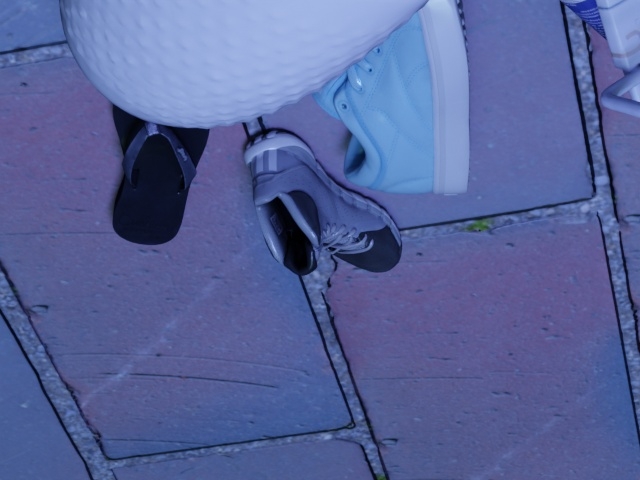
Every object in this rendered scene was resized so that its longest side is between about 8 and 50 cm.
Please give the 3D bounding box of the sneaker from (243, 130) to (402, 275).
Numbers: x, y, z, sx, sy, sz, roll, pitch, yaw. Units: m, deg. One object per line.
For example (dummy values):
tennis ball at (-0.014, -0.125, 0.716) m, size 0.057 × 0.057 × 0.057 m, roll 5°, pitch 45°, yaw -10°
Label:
sneaker at (0.000, 0.000, 1.884) m, size 0.086 × 0.132 × 0.229 m, roll -30°, pitch 129°, yaw 29°

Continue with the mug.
mug at (-0.101, -0.278, 1.514) m, size 0.374 × 0.276 × 0.328 m, roll 48°, pitch 139°, yaw -4°

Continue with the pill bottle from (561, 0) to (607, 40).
pill bottle at (0.278, -0.227, 1.663) m, size 0.094 × 0.094 × 0.169 m, roll -34°, pitch 127°, yaw 31°

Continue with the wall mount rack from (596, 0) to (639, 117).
wall mount rack at (0.344, -0.264, 1.557) m, size 0.304 × 0.130 × 0.350 m, roll -32°, pitch 117°, yaw -20°

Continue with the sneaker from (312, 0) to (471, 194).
sneaker at (0.061, -0.165, 1.703) m, size 0.150 × 0.135 × 0.366 m, roll -6°, pitch 136°, yaw 2°

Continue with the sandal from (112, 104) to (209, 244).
sandal at (-0.162, -0.078, 1.857) m, size 0.097 × 0.054 × 0.254 m, roll 4°, pitch 137°, yaw -4°
